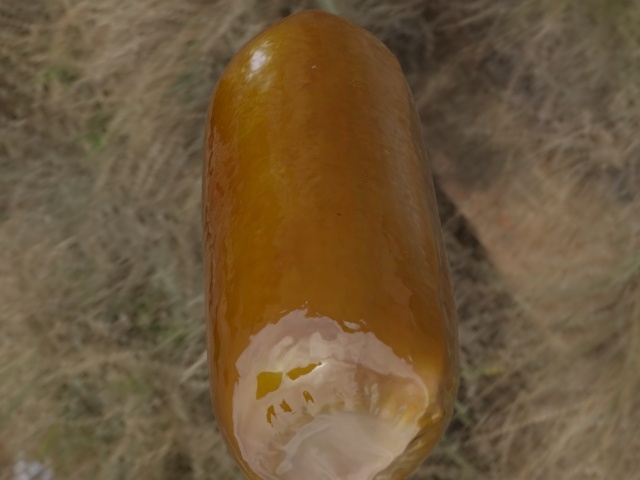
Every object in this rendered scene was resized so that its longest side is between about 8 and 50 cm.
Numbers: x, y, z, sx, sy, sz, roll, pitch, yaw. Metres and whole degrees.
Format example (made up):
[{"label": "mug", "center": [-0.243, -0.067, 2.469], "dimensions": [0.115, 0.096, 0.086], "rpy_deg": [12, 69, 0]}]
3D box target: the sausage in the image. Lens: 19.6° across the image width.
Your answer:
[{"label": "sausage", "center": [0.000, -0.001, 0.777], "dimensions": [0.105, 0.274, 0.105], "rpy_deg": [-2, 128, -3]}]
